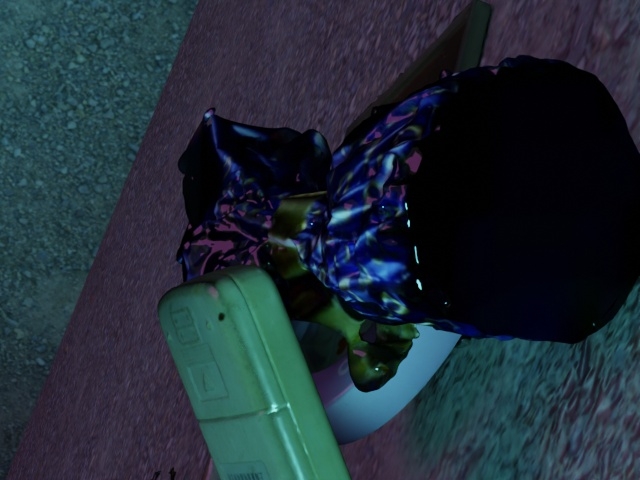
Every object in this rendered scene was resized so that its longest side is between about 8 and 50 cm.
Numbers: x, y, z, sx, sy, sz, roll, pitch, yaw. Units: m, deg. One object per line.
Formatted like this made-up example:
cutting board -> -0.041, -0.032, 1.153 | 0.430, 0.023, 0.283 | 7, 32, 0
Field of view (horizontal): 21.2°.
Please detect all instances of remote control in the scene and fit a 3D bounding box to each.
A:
remote control -> -0.010, 0.124, 0.760 | 0.098, 0.038, 0.233 | -21, 89, 68

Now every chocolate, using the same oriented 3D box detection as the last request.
chocolate -> 0.000, 0.000, 0.811 | 0.343, 0.126, 0.148 | -6, 98, 58

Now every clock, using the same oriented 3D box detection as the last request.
clock -> 0.049, 0.013, 0.907 | 0.172, 0.064, 0.198 | -33, 36, 38

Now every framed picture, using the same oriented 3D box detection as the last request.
framed picture -> 0.041, -0.033, 1.133 | 0.250, 0.016, 0.184 | 139, 149, -65

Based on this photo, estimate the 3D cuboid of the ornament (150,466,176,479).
ornament -> -0.146, 0.255, 1.465 | 0.073, 0.028, 0.125 | 151, 135, -71

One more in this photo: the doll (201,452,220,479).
doll -> -0.095, 0.244, 1.115 | 0.262, 0.093, 0.211 | 118, 171, -45
